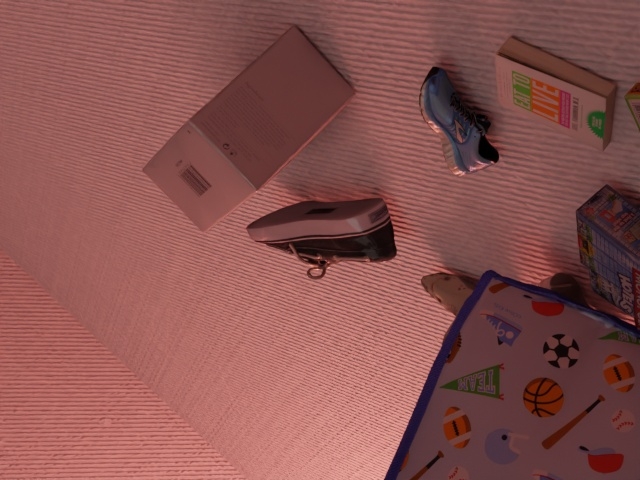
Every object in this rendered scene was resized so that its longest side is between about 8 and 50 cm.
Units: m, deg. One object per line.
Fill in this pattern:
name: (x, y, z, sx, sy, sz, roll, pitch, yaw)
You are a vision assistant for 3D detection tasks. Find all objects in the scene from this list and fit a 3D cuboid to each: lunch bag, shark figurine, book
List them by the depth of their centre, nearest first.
book: (0.275, -0.170, 1.512, 0.144, 0.035, 0.096, 28, 152, 26)
lunch bag: (0.291, 0.268, 1.689, 0.328, 0.385, 0.239, 22, -176, 21)
shark figurine: (0.252, 0.168, 1.899, 0.166, 0.278, 0.116, -19, 158, 30)

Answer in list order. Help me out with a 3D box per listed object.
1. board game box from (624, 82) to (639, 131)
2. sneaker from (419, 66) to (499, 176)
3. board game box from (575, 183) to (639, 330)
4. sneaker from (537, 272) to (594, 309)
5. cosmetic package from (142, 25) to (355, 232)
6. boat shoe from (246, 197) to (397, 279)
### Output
board game box: (0.438, -0.062, 1.428, 0.124, 0.039, 0.259, 6, 131, 52)
sneaker: (0.182, -0.156, 1.642, 0.073, 0.063, 0.162, -6, 130, 35)
board game box: (0.405, 0.055, 1.561, 0.194, 0.060, 0.194, 37, 158, 37)
sneaker: (0.352, 0.110, 1.771, 0.152, 0.054, 0.061, 56, 158, -5)
cosmetic package: (-0.103, -0.153, 1.834, 0.138, 0.224, 0.224, 46, 153, -7)
boat shoe: (0.003, -0.002, 2.021, 0.306, 0.113, 0.105, -5, 111, 45)
